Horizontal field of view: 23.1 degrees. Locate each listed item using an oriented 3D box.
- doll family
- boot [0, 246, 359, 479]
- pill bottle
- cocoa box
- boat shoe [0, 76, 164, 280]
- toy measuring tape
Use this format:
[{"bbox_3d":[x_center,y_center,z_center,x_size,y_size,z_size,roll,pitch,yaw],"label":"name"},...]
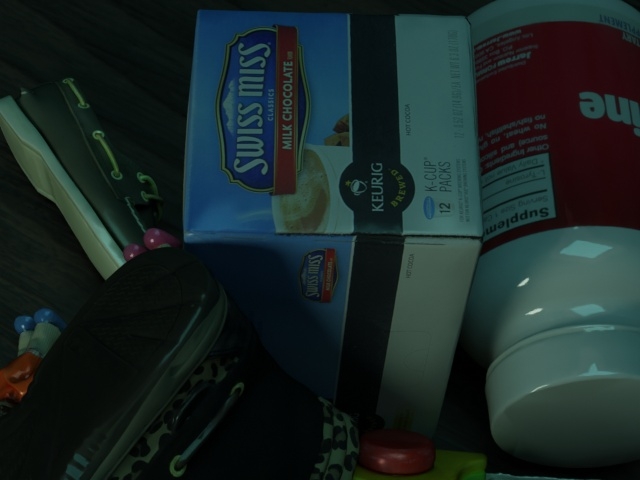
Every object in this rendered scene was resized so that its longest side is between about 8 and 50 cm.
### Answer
[{"bbox_3d":[-0.184,0.118,1.345,0.118,0.263,0.163,38,39,-24],"label":"doll family"},{"bbox_3d":[-0.146,0.214,1.204,0.138,0.284,0.377,32,83,41],"label":"boot"},{"bbox_3d":[0.226,-0.012,1.433,0.229,0.229,0.408,1,57,-4],"label":"pill bottle"},{"bbox_3d":[0.000,0.000,1.334,0.228,0.347,0.231,2,56,-2],"label":"cocoa box"},{"bbox_3d":[-0.206,-0.046,1.492,0.091,0.109,0.305,-30,59,-17],"label":"boat shoe"},{"bbox_3d":[0.124,0.226,1.323,0.330,0.121,0.121,4,56,4],"label":"toy measuring tape"}]
